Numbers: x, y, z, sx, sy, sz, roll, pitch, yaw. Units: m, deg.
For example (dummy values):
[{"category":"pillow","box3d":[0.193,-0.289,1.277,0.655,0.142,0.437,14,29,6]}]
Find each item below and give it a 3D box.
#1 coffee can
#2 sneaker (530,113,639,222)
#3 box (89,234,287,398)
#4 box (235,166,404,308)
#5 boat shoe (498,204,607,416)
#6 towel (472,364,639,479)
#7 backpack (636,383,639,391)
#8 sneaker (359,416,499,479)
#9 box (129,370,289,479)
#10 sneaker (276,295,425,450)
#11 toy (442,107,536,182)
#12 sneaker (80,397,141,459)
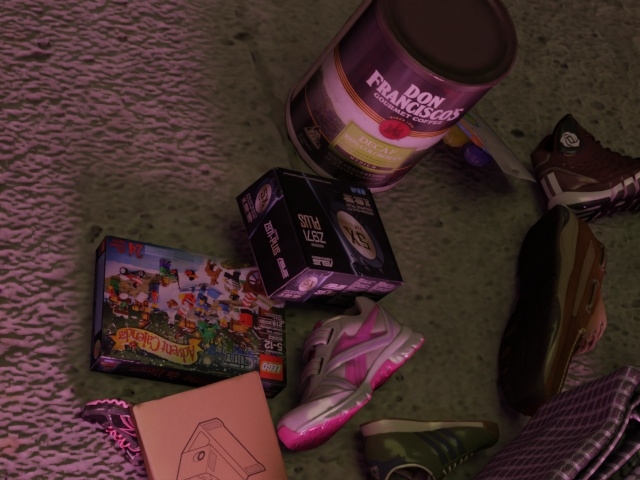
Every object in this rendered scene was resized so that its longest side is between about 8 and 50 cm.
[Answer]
[{"category":"coffee can","box3d":[0.101,-0.214,1.865,0.202,0.275,0.201,13,57,-22]},{"category":"sneaker","box3d":[0.429,-0.125,2.111,0.281,0.106,0.162,-12,66,-33]},{"category":"box","box3d":[-0.154,0.092,1.690,0.233,0.044,0.159,11,58,-24]},{"category":"box","box3d":[0.000,0.000,1.772,0.180,0.077,0.147,11,52,-46]},{"category":"boat shoe","box3d":[0.332,0.097,1.916,0.120,0.122,0.324,29,53,-16]},{"category":"towel","box3d":[0.279,0.270,1.650,0.235,0.284,0.121,-39,89,-25]},{"category":"backpack","box3d":[0.509,0.239,1.848,0.225,0.253,0.191,40,47,-2]},{"category":"sneaker","box3d":[0.137,0.267,1.746,0.192,0.064,0.086,5,68,-27]},{"category":"box","box3d":[-0.115,0.263,1.599,0.164,0.021,0.201,-13,84,-34]},{"category":"sneaker","box3d":[0.015,0.158,1.722,0.111,0.103,0.252,44,44,5]},{"category":"toy","box3d":[0.198,-0.164,2.019,0.237,0.056,0.137,56,21,19]},{"category":"sneaker","box3d":[-0.214,0.214,1.590,0.119,0.047,0.057,20,66,-17]}]
